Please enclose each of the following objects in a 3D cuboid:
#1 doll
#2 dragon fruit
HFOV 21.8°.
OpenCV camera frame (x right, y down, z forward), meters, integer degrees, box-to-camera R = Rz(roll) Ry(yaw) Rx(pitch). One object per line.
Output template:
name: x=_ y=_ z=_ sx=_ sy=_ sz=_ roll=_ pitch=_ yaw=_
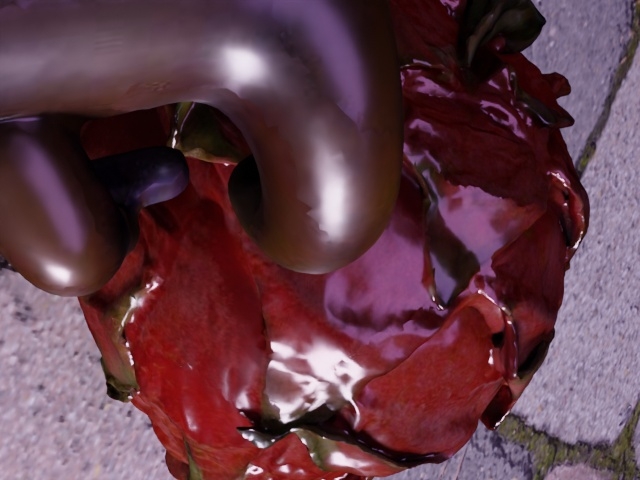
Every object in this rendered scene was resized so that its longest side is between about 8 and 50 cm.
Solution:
doll: x=-0.140 y=-0.069 z=0.534 sx=0.340 sy=0.209 sz=0.317 roll=-26 pitch=126 yaw=-19
dragon fruit: x=0.000 y=0.000 z=0.761 sx=0.244 sy=0.244 sz=0.298 roll=-4 pitch=101 yaw=-52
